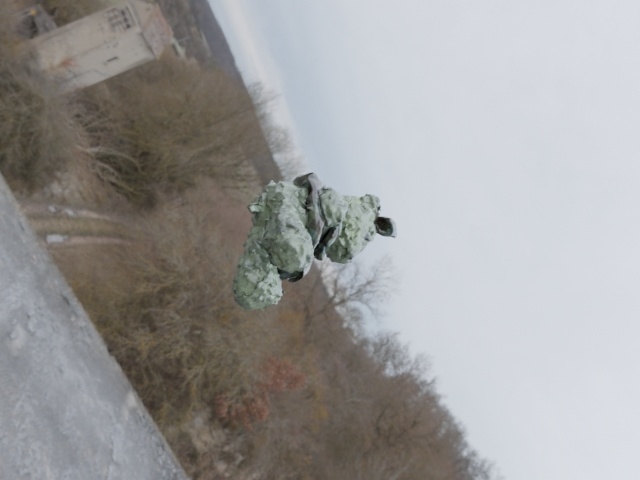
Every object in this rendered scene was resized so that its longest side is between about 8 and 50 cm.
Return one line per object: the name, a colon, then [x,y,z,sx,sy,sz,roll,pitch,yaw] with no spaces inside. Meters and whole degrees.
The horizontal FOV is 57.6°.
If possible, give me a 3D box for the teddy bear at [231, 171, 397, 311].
teddy bear: [-0.015,-0.015,0.606,0.213,0.133,0.111,-22,74,-51]
